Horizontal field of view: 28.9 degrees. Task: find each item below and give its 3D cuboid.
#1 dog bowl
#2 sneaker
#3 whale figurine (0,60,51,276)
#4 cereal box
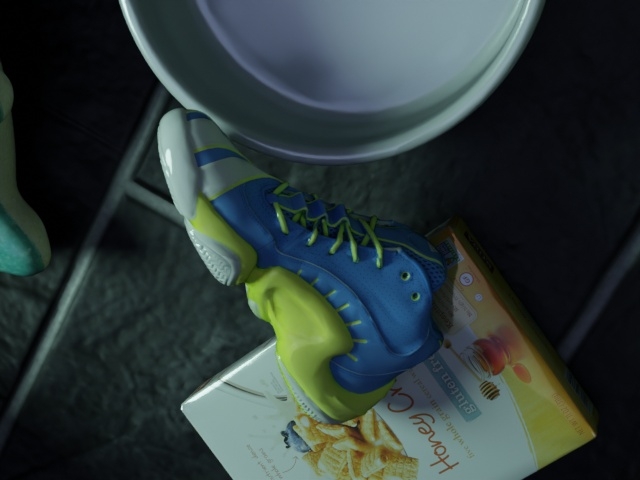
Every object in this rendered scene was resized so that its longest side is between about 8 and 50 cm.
[{"bbox_3d":[0.012,-0.185,0.760,0.265,0.104,0.265,3,105,12],"label":"dog bowl"},{"bbox_3d":[0.000,0.000,0.762,0.126,0.091,0.240,-27,122,5],"label":"sneaker"},{"bbox_3d":[-0.285,-0.080,0.821,0.216,0.141,0.272,6,126,45],"label":"whale figurine"},{"bbox_3d":[0.045,0.118,0.861,0.240,0.047,0.173,-35,93,19],"label":"cereal box"}]
